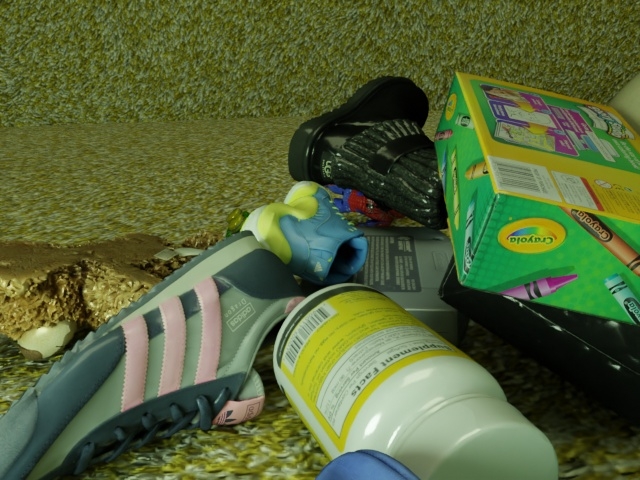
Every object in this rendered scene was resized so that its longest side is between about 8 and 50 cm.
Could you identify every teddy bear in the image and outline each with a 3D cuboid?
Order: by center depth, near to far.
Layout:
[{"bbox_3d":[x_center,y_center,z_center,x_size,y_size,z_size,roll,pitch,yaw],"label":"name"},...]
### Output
[{"bbox_3d":[-0.201,0.059,0.711,0.245,0.113,0.338,20,19,34],"label":"teddy bear"}]

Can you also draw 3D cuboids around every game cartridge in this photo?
[{"bbox_3d":[0.079,0.046,0.775,0.196,0.060,0.294,-3,18,7],"label":"game cartridge"}]

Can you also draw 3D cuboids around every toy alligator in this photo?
[{"bbox_3d":[-0.115,-0.001,0.951,0.051,0.056,0.189,-45,22,4],"label":"toy alligator"}]

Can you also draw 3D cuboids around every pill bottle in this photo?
[{"bbox_3d":[0.053,0.117,0.444,0.119,0.119,0.208,-9,19,-20],"label":"pill bottle"}]

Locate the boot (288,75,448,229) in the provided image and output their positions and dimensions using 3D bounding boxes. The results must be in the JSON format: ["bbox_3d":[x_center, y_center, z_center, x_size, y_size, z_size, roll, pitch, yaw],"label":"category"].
[{"bbox_3d":[0.148,-0.140,0.982,0.260,0.131,0.348,18,40,31],"label":"boot"}]

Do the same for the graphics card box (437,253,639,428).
[{"bbox_3d":[0.314,0.026,0.643,0.233,0.094,0.371,35,37,30],"label":"graphics card box"}]

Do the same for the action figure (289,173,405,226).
[{"bbox_3d":[0.018,-0.068,1.078,0.139,0.091,0.280,-9,17,-41],"label":"action figure"}]

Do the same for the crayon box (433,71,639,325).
[{"bbox_3d":[0.195,-0.052,0.546,0.166,0.081,0.278,13,31,-2],"label":"crayon box"}]

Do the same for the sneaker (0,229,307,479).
[{"bbox_3d":[-0.116,0.114,0.505,0.131,0.112,0.319,44,51,5],"label":"sneaker"}]

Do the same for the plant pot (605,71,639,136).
[{"bbox_3d":[0.442,-0.120,0.664,0.284,0.190,0.284,13,29,-8],"label":"plant pot"}]

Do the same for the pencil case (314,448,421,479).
[{"bbox_3d":[-0.084,0.182,0.255,0.306,0.119,0.133,-10,13,-25],"label":"pencil case"}]

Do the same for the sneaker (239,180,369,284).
[{"bbox_3d":[0.000,0.000,0.742,0.126,0.091,0.240,23,23,11],"label":"sneaker"}]
